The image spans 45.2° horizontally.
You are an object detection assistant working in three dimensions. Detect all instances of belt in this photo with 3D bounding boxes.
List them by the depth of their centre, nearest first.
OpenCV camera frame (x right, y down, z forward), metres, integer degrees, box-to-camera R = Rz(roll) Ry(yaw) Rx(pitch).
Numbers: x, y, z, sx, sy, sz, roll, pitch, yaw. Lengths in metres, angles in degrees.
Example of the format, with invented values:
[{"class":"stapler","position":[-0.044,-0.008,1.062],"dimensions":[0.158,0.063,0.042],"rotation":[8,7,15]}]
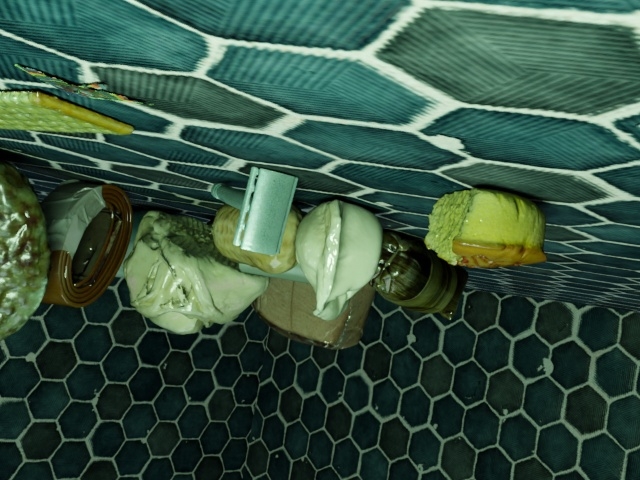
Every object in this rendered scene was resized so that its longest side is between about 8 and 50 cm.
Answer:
[{"class":"belt","position":[-0.465,0.002,1.473],"dimensions":[0.105,0.261,0.184],"rotation":[5,150,23]}]

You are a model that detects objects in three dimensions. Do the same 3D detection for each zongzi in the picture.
[{"class":"zongzi","position":[0.123,0.040,1.572],"dimensions":[0.288,0.134,0.286],"rotation":[26,178,38]}]

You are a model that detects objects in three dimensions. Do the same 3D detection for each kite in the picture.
[{"class":"kite","position":[-0.216,-0.136,0.690],"dimensions":[0.122,0.004,0.090],"rotation":[13,175,-37]}]

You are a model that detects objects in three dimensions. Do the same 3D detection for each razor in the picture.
[{"class":"razor","position":[-0.108,-0.057,1.077],"dimensions":[0.068,0.106,0.232],"rotation":[13,-174,-25]}]

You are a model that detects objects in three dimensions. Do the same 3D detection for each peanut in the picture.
[{"class":"peanut","position":[-0.102,-0.012,1.282],"dimensions":[0.137,0.122,0.253],"rotation":[3,-177,-36]}]

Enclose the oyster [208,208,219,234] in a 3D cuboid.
[{"class":"oyster","position":[-0.173,-0.033,1.580],"dimensions":[0.105,0.056,0.177],"rotation":[18,-172,26]}]

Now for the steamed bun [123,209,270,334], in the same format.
[{"class":"steamed bun","position":[-0.262,0.088,1.564],"dimensions":[0.280,0.207,0.268],"rotation":[12,-157,-44]}]

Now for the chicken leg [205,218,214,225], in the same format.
[{"class":"chicken leg","position":[-0.203,0.037,1.952],"dimensions":[0.201,0.153,0.429],"rotation":[45,-170,8]}]

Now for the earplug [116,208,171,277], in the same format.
[{"class":"earplug","position":[-0.440,-0.008,1.938],"dimensions":[0.185,0.185,0.324],"rotation":[13,167,-33]}]

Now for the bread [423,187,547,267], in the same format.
[{"class":"bread","position":[0.195,-0.009,0.874],"dimensions":[0.125,0.086,0.156],"rotation":[9,177,-7]}]

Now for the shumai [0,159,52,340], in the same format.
[{"class":"shumai","position":[-0.639,-0.031,1.316],"dimensions":[0.395,0.395,0.348],"rotation":[11,-159,-20]}]

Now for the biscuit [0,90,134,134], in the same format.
[{"class":"biscuit","position":[-0.332,-0.140,0.841],"dimensions":[0.231,0.016,0.139],"rotation":[8,176,32]}]

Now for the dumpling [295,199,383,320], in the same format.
[{"class":"dumpling","position":[0.028,0.034,1.178],"dimensions":[0.131,0.179,0.252],"rotation":[5,173,8]}]

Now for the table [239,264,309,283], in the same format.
[{"class":"table","position":[-0.033,0.017,1.456],"dimensions":[0.220,0.126,0.126],"rotation":[10,176,7]}]

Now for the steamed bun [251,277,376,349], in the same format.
[{"class":"steamed bun","position":[-0.001,0.111,1.838],"dimensions":[0.301,0.252,0.199],"rotation":[24,-160,29]}]
